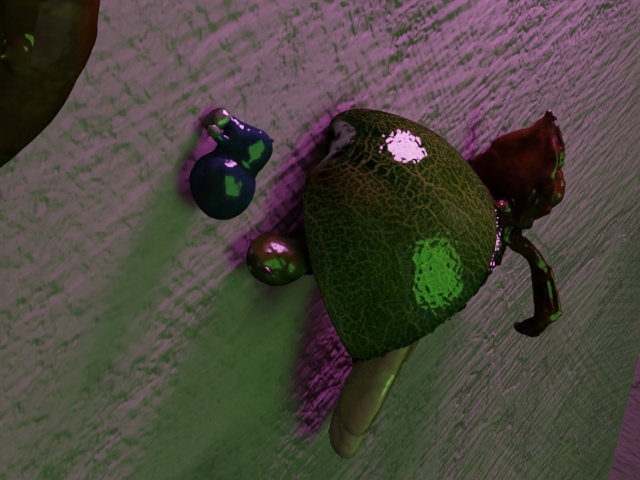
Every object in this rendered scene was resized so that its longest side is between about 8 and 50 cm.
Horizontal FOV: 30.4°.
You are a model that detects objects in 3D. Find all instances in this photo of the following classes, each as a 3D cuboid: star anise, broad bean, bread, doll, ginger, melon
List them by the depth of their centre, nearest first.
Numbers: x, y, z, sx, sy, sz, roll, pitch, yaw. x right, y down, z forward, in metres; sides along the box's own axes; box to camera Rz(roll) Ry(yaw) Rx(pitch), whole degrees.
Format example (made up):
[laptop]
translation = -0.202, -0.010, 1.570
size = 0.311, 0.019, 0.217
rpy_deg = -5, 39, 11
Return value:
[ginger]
translation = -0.173, -0.167, 0.594
size = 0.133, 0.107, 0.309
rpy_deg = -66, 163, -45
[doll]
translation = -0.075, -0.059, 0.941
size = 0.083, 0.050, 0.076
rpy_deg = -65, 150, -9
[melon]
translation = 0.080, -0.037, 1.110
size = 0.169, 0.129, 0.265
rpy_deg = 57, 37, -34
[broad bean]
translation = 0.000, 0.001, 1.130
size = 0.256, 0.052, 0.052
rpy_deg = -26, 125, -59
[bread]
translation = 0.090, 0.096, 1.303
size = 0.316, 0.054, 0.316
rpy_deg = -61, 174, -12
[star anise]
translation = 0.253, -0.013, 1.532
size = 0.237, 0.148, 0.346
rpy_deg = -41, 133, -43
